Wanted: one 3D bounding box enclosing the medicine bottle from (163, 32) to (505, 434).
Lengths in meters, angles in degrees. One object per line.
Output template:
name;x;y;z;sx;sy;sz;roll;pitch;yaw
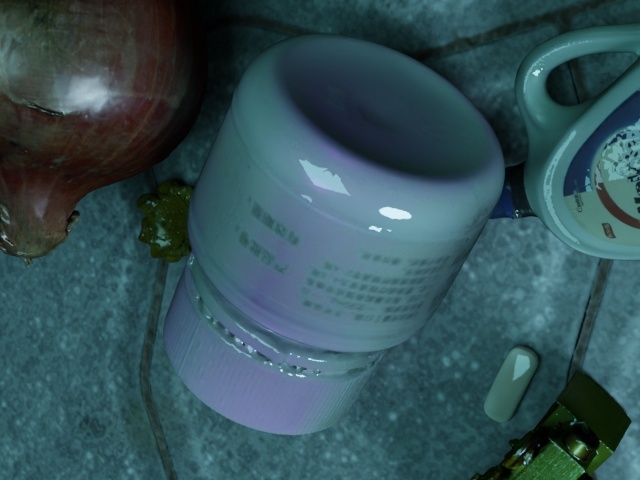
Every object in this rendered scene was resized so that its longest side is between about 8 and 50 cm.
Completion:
medicine bottle;0.000;0.000;1.304;0.256;0.256;0.325;36;127;15

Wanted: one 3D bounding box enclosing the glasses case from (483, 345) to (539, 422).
glasses case;0.188;0.142;1.379;0.032;0.021;0.083;29;113;17

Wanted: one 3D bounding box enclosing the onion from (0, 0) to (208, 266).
onion;-0.284;-0.186;1.362;0.353;0.353;0.354;7;105;25

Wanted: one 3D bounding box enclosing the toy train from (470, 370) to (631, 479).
toy train;0.195;0.236;1.337;0.090;0.137;0.225;43;121;7

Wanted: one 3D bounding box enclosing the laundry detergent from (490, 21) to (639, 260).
laundry detergent;0.267;-0.086;1.239;0.280;0.105;0.215;-12;97;31

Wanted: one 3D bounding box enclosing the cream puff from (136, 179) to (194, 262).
cream puff;-0.161;-0.020;1.500;0.083;0.083;0.058;49;163;-3
